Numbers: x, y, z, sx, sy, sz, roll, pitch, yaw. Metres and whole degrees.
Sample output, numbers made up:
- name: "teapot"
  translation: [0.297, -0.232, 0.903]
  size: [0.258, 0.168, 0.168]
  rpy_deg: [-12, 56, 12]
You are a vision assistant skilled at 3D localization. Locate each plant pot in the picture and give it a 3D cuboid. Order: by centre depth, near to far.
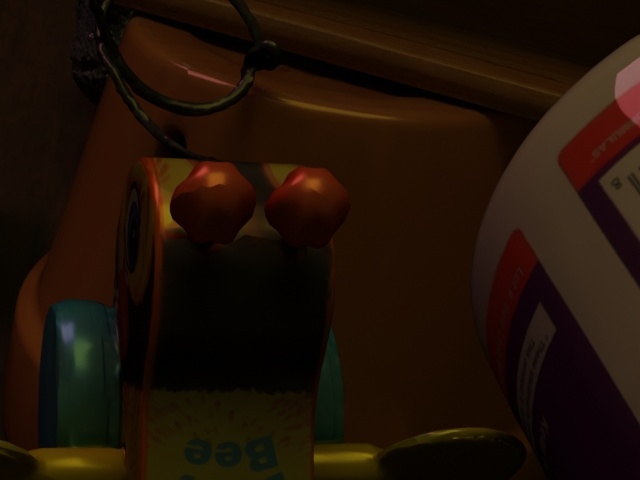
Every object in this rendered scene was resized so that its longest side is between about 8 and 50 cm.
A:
- name: "plant pot"
  translation: [0.000, 0.000, 0.636]
  size: [0.291, 0.203, 0.291]
  rpy_deg: [8, 24, -3]

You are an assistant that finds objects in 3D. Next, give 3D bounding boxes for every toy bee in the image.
- name: "toy bee"
  translation: [-0.045, 0.040, 0.400]
  size: [0.195, 0.298, 0.162]
  rpy_deg: [-20, -4, -19]

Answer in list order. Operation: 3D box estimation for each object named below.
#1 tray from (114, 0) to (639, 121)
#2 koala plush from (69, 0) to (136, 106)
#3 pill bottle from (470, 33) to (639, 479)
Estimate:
- name: "tray"
  translation: [0.016, -0.181, 0.544]
  size: [0.411, 0.203, 0.076]
  rpy_deg: [18, 25, 20]
- name: "koala plush"
  translation: [-0.114, -0.146, 0.958]
  size: [0.203, 0.196, 0.221]
  rpy_deg: [2, 23, 13]
- name: "pill bottle"
  translation: [0.171, 0.085, 0.328]
  size: [0.181, 0.181, 0.323]
  rpy_deg: [-1, 40, -20]
